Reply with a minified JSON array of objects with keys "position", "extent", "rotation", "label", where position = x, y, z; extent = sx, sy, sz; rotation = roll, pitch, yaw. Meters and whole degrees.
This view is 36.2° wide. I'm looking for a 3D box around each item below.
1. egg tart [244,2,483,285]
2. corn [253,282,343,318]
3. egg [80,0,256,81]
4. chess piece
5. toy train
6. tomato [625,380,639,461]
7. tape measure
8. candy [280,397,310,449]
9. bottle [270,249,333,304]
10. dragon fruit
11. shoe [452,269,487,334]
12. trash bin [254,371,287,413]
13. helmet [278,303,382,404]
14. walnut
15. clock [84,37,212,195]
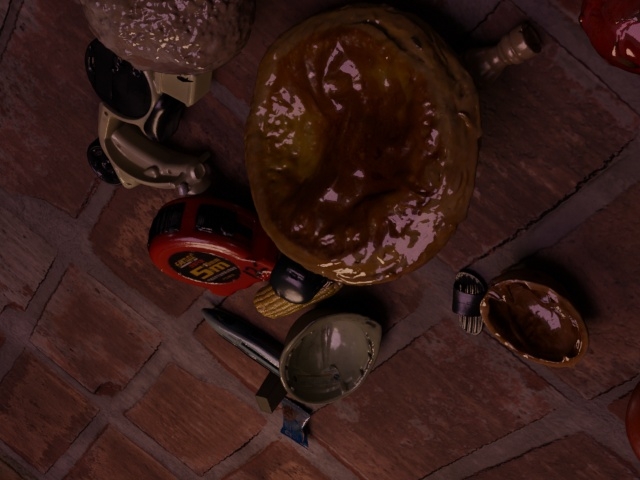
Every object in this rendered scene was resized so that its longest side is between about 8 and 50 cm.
[{"position":[0.074,-0.147,1.522],"extent":[0.443,0.178,0.443],"rotation":[2,93,37],"label":"egg tart"},{"position":[-0.043,0.099,1.974],"extent":[0.081,0.081,0.248],"rotation":[48,139,-13],"label":"corn"},{"position":[-0.238,-0.386,1.516],"extent":[0.310,0.279,0.279],"rotation":[22,138,20],"label":"egg"},{"position":[0.258,-0.268,1.424],"extent":[0.066,0.066,0.122],"rotation":[48,134,-14],"label":"chess piece"},{"position":[-0.160,0.220,2.195],"extent":[0.252,0.055,0.048],"rotation":[35,140,2],"label":"toy train"},{"position":[0.607,0.293,1.595],"extent":[0.208,0.208,0.184],"rotation":[27,155,11],"label":"tomato"},{"position":[-0.206,0.007,1.927],"extent":[0.260,0.114,0.253],"rotation":[26,148,-30],"label":"tape measure"},{"position":[-0.059,0.438,2.350],"extent":[0.088,0.038,0.136],"rotation":[30,134,29],"label":"candy"},{"position":[0.000,0.000,1.699],"extent":[0.143,0.271,0.156],"rotation":[32,140,6],"label":"bottle"},{"position":[0.413,-0.285,1.208],"extent":[0.209,0.172,0.172],"rotation":[29,141,-7],"label":"dragon fruit"},{"position":[0.271,0.128,1.801],"extent":[0.062,0.053,0.159],"rotation":[18,139,27],"label":"shoe"},{"position":[-0.109,0.343,2.247],"extent":[0.043,0.092,0.061],"rotation":[10,133,31],"label":"trash bin"},{"position":[0.010,0.198,1.994],"extent":[0.204,0.137,0.258],"rotation":[8,126,-22],"label":"helmet"},{"position":[0.375,0.121,1.690],"extent":[0.211,0.087,0.167],"rotation":[46,133,-14],"label":"walnut"},{"position":[-0.324,-0.222,1.846],"extent":[0.276,0.120,0.379],"rotation":[27,139,16],"label":"clock"}]
